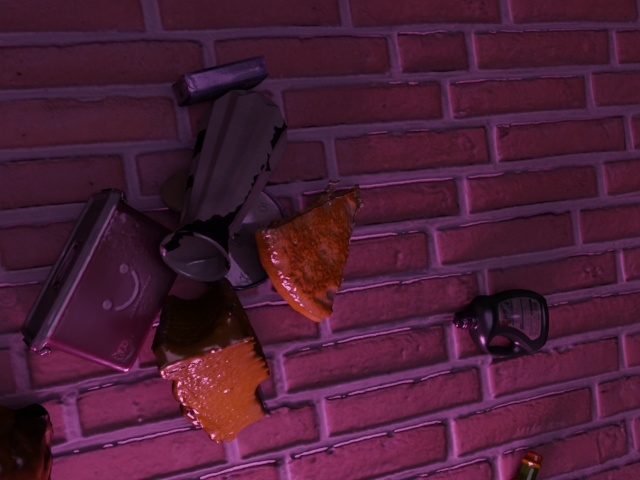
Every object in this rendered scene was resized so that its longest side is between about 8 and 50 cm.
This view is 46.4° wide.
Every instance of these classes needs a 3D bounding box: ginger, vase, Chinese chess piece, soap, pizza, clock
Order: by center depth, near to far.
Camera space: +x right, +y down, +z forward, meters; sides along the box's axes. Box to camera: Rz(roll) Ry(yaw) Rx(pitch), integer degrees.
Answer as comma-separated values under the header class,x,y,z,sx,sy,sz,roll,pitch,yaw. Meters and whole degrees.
class,x,y,z,sx,sy,sz,roll,pitch,yaw
ginger,-0.522,0.362,1.142,0.223,0.269,0.200,-1,67,-22
soap,-0.159,0.243,1.231,0.169,0.339,0.304,-23,101,-5
vase,-0.161,-0.101,1.275,0.165,0.165,0.360,31,46,-18
Chinese chess piece,-0.246,-0.088,1.356,0.084,0.084,0.034,-52,148,-14
clock,-0.160,-0.010,1.409,0.215,0.042,0.214,0,89,-22
pizza,0.000,0.000,1.443,0.287,0.075,0.280,-51,133,-33

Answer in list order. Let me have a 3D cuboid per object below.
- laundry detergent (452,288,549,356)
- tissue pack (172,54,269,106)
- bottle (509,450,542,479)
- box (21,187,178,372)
class,x,y,z,sx,sy,sz,roll,pitch,yaw
laundry detergent,0.381,0.181,1.601,0.222,0.078,0.144,-3,94,-22
tissue pack,-0.184,-0.291,1.364,0.156,0.112,0.051,-20,96,-21
bottle,0.435,0.550,1.625,0.069,0.069,0.187,30,77,-19
box,-0.358,0.073,1.258,0.167,0.193,0.294,30,78,-27
